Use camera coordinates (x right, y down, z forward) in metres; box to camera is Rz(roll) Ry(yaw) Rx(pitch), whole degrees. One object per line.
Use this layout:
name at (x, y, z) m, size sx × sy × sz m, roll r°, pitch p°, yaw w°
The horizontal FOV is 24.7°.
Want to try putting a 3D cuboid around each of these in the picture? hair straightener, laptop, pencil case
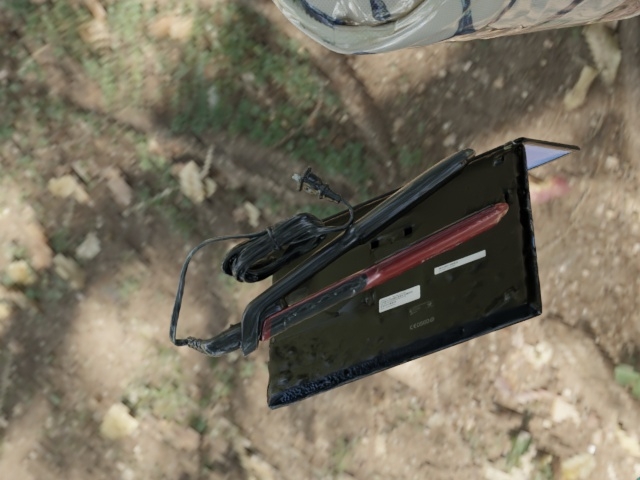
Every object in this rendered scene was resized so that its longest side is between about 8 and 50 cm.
hair straightener at (0.000, 0.000, 0.931) m, size 0.230 × 0.047 × 0.089 m, roll -29°, pitch 83°, yaw 3°
laptop at (0.091, 0.023, 1.187) m, size 0.234 × 0.264 × 0.136 m, roll -23°, pitch 134°, yaw 25°
pencil case at (0.119, -0.225, 0.961) m, size 0.159 × 0.410 × 0.184 m, roll -7°, pitch 97°, yaw 35°

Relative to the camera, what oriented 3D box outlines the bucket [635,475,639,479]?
bucket at (0.171, 0.236, 0.626) m, size 0.183 × 0.281 × 0.281 m, roll 39°, pitch 123°, yaw -1°
